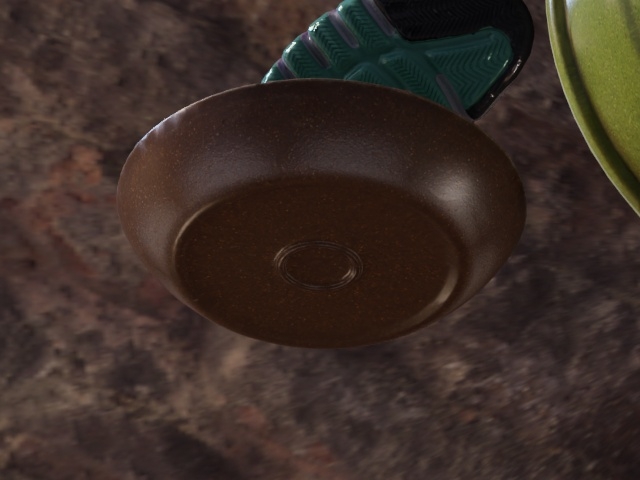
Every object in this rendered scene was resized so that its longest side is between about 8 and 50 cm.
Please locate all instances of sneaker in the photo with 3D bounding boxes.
[{"bbox_3d":[0.010,-0.065,0.904,0.224,0.098,0.083,-30,-89,21],"label":"sneaker"}]

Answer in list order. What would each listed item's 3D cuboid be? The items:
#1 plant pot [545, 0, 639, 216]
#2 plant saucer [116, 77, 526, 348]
[{"bbox_3d":[0.344,-0.176,0.905,0.367,0.353,0.366,5,-110,-13],"label":"plant pot"},{"bbox_3d":[0.000,0.000,0.875,0.199,0.198,0.036,-11,-127,17],"label":"plant saucer"}]
